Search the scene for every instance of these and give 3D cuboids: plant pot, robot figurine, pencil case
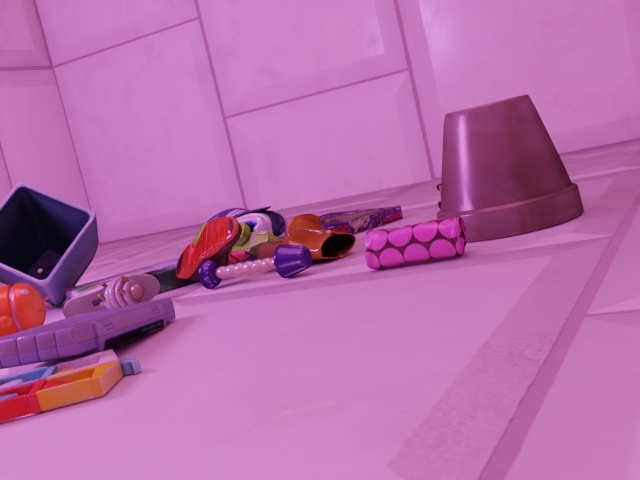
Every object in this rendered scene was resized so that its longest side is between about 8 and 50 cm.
[{"bbox_3d":[0.396,-0.167,1.826,0.323,0.280,0.323,-14,7,2],"label":"plant pot"},{"bbox_3d":[-0.719,0.167,1.841,0.219,0.128,0.158,-14,-25,-7],"label":"robot figurine"},{"bbox_3d":[-0.758,0.039,2.236,0.247,0.247,0.252,22,-29,10],"label":"plant pot"},{"bbox_3d":[0.193,0.002,1.640,0.209,0.095,0.098,-7,-7,27],"label":"pencil case"}]

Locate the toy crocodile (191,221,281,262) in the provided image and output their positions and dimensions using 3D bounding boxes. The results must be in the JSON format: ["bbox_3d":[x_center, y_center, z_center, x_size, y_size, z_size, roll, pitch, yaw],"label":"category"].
[{"bbox_3d":[-0.246,0.017,2.297,0.340,0.105,0.115,-1,-24,39],"label":"toy crocodile"}]

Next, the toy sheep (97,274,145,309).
[{"bbox_3d":[-0.452,0.126,1.853,0.132,0.091,0.091,-15,5,30],"label":"toy sheep"}]

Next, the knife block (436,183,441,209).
[{"bbox_3d":[0.368,-0.113,2.245,0.242,0.088,0.275,-7,9,45],"label":"knife block"}]

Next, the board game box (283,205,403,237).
[{"bbox_3d":[0.064,-0.054,2.523,0.208,0.056,0.347,-23,11,-34],"label":"board game box"}]

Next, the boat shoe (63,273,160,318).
[{"bbox_3d":[-0.495,0.129,1.932,0.227,0.079,0.081,-18,12,-13],"label":"boat shoe"}]

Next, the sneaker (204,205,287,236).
[{"bbox_3d":[-0.289,-0.037,2.685,0.322,0.130,0.236,-4,6,23],"label":"sneaker"}]

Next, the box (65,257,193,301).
[{"bbox_3d":[-0.485,0.113,2.139,0.322,0.058,0.232,-18,8,-27],"label":"box"}]

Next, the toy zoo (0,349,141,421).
[{"bbox_3d":[-0.418,0.221,1.228,0.293,0.030,0.192,-14,6,-7],"label":"toy zoo"}]

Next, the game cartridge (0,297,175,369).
[{"bbox_3d":[-0.436,0.170,1.487,0.230,0.068,0.355,-7,2,17],"label":"game cartridge"}]

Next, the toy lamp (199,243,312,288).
[{"bbox_3d":[-0.146,0.057,1.862,0.274,0.080,0.080,-8,8,28],"label":"toy lamp"}]

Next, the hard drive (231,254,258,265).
[{"bbox_3d":[-0.188,0.061,2.144,0.094,0.022,0.135,-7,9,42],"label":"hard drive"}]

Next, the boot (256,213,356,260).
[{"bbox_3d":[-0.001,-0.001,2.041,0.211,0.104,0.295,-3,16,31],"label":"boot"}]

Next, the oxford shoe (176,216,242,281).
[{"bbox_3d":[-0.251,0.024,1.994,0.098,0.097,0.271,21,-34,-28],"label":"oxford shoe"}]
